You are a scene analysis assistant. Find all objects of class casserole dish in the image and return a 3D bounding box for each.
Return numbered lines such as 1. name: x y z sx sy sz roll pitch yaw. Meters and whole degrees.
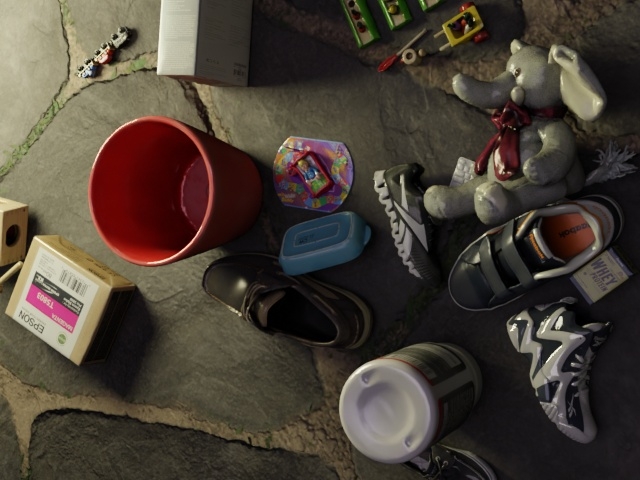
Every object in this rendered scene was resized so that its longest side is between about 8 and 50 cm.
1. casserole dish: 0.000 0.000 1.721 0.189 0.037 0.114 -15 41 24

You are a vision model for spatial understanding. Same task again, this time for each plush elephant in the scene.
1. plush elephant: 0.317 -0.186 1.475 0.330 0.272 0.255 -17 97 -6

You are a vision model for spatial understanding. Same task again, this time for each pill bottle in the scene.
1. pill bottle: 0.159 0.254 1.550 0.161 0.283 0.161 1 92 26

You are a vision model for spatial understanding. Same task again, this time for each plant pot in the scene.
1. plant pot: -0.249 -0.090 1.764 0.275 0.243 0.274 1 93 26

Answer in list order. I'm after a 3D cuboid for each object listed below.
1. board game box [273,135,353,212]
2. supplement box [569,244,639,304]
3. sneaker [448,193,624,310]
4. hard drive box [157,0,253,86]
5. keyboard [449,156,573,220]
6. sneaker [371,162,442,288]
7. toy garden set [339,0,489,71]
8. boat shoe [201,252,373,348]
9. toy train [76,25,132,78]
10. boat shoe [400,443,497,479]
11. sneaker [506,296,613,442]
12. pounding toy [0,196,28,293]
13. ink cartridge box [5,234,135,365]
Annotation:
1. board game box: -0.023 -0.124 1.768 0.169 0.033 0.133 10 96 26
2. supplement box: 0.453 0.055 1.510 0.083 0.083 0.056 -40 76 20
3. sneaker: 0.330 0.022 1.541 0.321 0.127 0.126 -33 81 28
4. hard drive box: -0.211 -0.413 1.771 0.089 0.181 0.232 7 94 27
5. keyboard: 0.338 -0.064 1.602 0.256 0.014 0.072 25 102 24
6. sneaker: 0.175 -0.033 1.648 0.106 0.078 0.234 -26 78 27
7. toy garden set: 0.164 -0.401 1.659 0.244 0.049 0.203 -26 80 25
8. boat shoe: -0.078 0.106 1.748 0.356 0.130 0.132 15 98 25
9. toy train: -0.451 -0.388 1.977 0.158 0.027 0.036 -36 87 22
10. boat shoe: 0.195 0.384 1.651 0.229 0.076 0.080 29 104 23
11. sneaker: 0.419 0.197 1.524 0.153 0.094 0.234 -35 66 32
12. pounding toy: -0.699 0.018 2.080 0.181 0.094 0.205 15 107 20
13. ink cartridge box: -0.530 0.124 1.996 0.235 0.088 0.193 29 103 22
